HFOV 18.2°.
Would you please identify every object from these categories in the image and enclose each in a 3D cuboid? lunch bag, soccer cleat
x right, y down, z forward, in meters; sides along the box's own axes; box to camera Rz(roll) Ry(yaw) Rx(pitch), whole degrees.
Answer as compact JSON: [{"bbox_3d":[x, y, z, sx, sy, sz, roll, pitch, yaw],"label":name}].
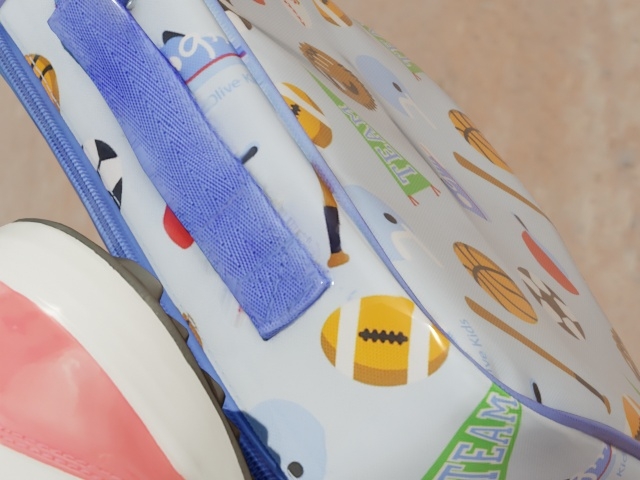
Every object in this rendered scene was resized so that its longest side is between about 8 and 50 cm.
[{"bbox_3d":[0.000,0.000,0.752,0.115,0.243,0.303,-44,57,13],"label":"lunch bag"},{"bbox_3d":[-0.043,0.152,0.572,0.108,0.116,0.318,1,123,53],"label":"soccer cleat"}]
